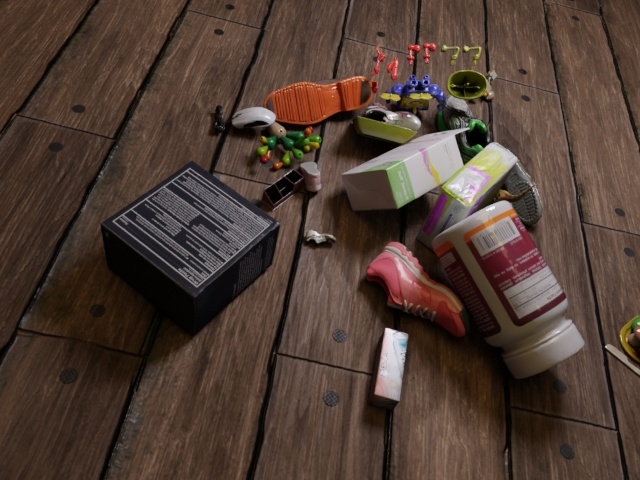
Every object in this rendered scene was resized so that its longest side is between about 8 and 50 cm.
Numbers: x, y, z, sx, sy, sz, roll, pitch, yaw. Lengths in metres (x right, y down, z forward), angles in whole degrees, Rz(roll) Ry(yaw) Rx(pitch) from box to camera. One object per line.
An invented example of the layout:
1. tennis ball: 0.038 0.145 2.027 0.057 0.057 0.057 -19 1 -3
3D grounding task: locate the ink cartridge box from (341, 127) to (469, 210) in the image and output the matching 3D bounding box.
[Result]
1. ink cartridge box: 0.262 -0.205 1.761 0.353 0.207 0.119 -29 106 -30

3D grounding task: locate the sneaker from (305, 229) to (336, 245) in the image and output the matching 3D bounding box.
1. sneaker: 0.000 0.000 1.664 0.083 0.032 0.037 11 65 1

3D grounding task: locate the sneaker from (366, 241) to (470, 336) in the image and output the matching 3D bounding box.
1. sneaker: 0.241 0.150 1.574 0.136 0.116 0.314 -36 64 -19

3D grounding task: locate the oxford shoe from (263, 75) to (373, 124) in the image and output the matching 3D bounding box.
1. oxford shoe: -0.018 -0.449 1.962 0.363 0.130 0.132 -12 21 -20

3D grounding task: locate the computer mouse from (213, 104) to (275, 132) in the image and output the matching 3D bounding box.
1. computer mouse: -0.231 -0.374 1.848 0.192 0.042 0.106 -4 51 8

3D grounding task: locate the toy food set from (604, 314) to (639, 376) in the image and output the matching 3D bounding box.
1. toy food set: 0.885 0.263 1.651 0.217 0.071 0.128 -28 64 -30

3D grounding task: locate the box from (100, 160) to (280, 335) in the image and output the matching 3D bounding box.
1. box: -0.309 0.012 1.474 0.296 0.183 0.294 35 52 16

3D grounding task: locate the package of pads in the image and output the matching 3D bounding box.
1. package of pads: 0.415 -0.125 1.732 0.101 0.229 0.296 39 53 16

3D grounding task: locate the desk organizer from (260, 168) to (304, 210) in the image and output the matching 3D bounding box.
1. desk organizer: -0.106 -0.144 1.731 0.047 0.050 0.130 38 54 16

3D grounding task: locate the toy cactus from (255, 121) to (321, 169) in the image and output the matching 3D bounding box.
1. toy cactus: -0.111 -0.304 1.833 0.218 0.112 0.180 -26 52 -19

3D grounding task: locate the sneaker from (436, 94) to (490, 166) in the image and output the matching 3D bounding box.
1. sneaker: 0.482 -0.358 1.984 0.134 0.146 0.344 -2 53 -16

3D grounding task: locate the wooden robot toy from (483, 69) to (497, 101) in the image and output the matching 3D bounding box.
1. wooden robot toy: 0.595 -0.537 2.219 0.079 0.076 0.173 51 50 -19

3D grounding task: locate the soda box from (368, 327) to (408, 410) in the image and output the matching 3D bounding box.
1. soda box: 0.161 0.302 1.448 0.062 0.058 0.183 16 51 -1

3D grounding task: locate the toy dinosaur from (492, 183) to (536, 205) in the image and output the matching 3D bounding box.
1. toy dinosaur: 0.551 -0.125 1.831 0.064 0.112 0.211 -18 21 -17

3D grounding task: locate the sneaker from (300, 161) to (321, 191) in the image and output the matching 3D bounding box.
1. sneaker: -0.029 -0.182 1.788 0.050 0.070 0.134 -8 25 -9

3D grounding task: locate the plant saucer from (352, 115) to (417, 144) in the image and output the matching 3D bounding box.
1. plant saucer: 0.191 -0.336 1.907 0.188 0.045 0.188 13 7 -3

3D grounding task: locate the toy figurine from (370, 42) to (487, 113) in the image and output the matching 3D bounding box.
1. toy figurine: 0.337 -0.506 2.013 0.362 0.217 0.191 -2 79 -1

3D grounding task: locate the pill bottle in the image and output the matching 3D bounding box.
1. pill bottle: 0.461 0.120 1.511 0.224 0.224 0.392 -23 80 -28

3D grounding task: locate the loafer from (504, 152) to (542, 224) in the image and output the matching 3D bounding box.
1. loafer: 0.627 -0.162 1.898 0.087 0.094 0.251 8 58 -41

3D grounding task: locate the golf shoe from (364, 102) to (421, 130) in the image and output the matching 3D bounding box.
1. golf shoe: 0.232 -0.385 1.985 0.186 0.068 0.086 17 35 7
